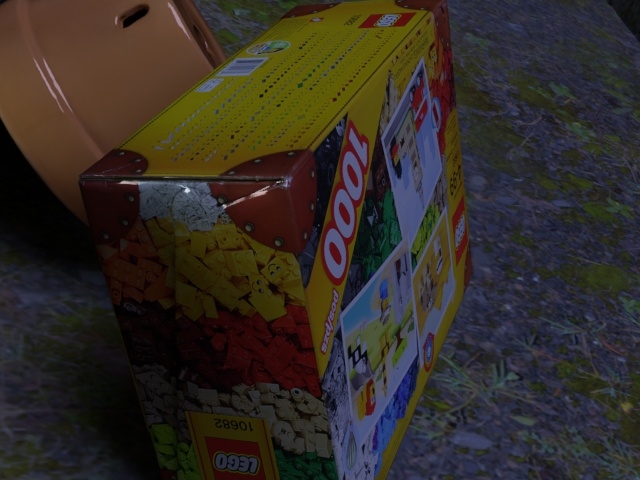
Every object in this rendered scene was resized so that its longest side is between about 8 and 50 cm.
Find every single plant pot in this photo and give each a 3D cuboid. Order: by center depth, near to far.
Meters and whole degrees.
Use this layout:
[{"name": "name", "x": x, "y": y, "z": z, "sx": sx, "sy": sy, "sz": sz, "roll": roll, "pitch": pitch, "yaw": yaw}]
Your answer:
[{"name": "plant pot", "x": -0.213, "y": -0.174, "z": 1.113, "sx": 0.291, "sy": 0.203, "sz": 0.291, "roll": 59, "pitch": 7, "yaw": -13}]

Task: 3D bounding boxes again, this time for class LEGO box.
[{"name": "LEGO box", "x": 0.000, "y": 0.000, "z": 1.033, "sx": 0.193, "sy": 0.372, "sz": 0.500, "roll": 2, "pitch": 29, "yaw": 22}]

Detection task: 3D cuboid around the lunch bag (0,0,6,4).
[{"name": "lunch bag", "x": -0.382, "y": -0.439, "z": 1.166, "sx": 0.385, "sy": 0.239, "sz": 0.328, "roll": -37, "pitch": 113, "yaw": -74}]
